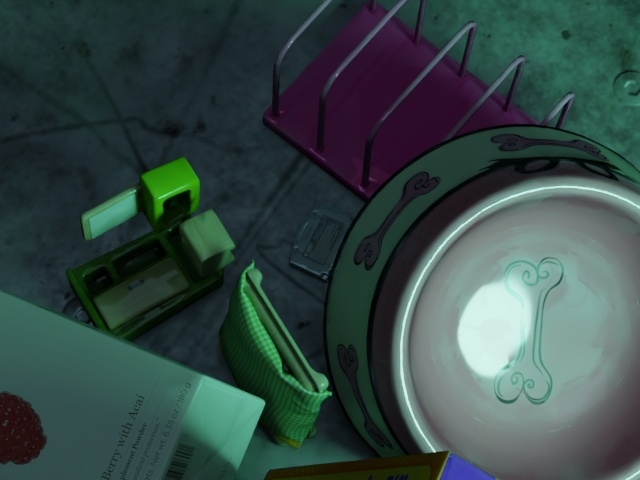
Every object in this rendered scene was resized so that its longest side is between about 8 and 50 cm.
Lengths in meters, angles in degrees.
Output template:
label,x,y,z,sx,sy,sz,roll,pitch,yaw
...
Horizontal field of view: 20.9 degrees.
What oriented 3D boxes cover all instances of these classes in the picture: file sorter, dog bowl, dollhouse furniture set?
label,x,y,z,sx,sy,sz,roll,pitch,yaw
file sorter,0.110,-0.153,1.925,0.290,0.182,0.202,38,73,11
dog bowl,0.216,0.092,1.754,0.408,0.150,0.408,-2,100,-12
dollhouse furniture set,-0.134,0.097,1.810,0.151,0.197,0.301,-29,72,-14

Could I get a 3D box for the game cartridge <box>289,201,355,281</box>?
label,x,y,z,sx,sy,sz,roll,pitch,yaw
game cartridge,0.000,0.000,1.951,0.056,0.017,0.083,26,70,4

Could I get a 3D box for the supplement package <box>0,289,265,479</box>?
label,x,y,z,sx,sy,sz,roll,pitch,yaw
supplement package,-0.240,0.177,1.733,0.293,0.175,0.177,20,84,22

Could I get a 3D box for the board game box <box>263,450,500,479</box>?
label,x,y,z,sx,sy,sz,roll,pitch,yaw
board game box,0.101,0.432,1.549,0.356,0.356,0.356,31,69,-19
